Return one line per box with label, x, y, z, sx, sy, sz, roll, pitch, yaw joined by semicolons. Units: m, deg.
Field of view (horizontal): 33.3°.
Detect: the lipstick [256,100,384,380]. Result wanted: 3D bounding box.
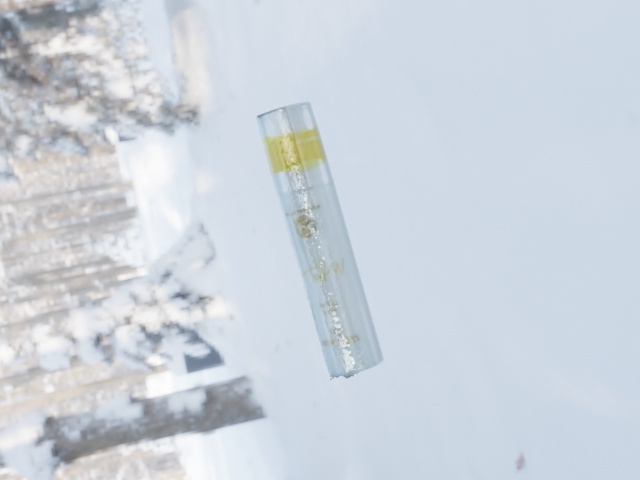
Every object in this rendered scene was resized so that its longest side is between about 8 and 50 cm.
lipstick;0.000;0.000;1.035;0.059;0.059;0.264;180;74;-79
